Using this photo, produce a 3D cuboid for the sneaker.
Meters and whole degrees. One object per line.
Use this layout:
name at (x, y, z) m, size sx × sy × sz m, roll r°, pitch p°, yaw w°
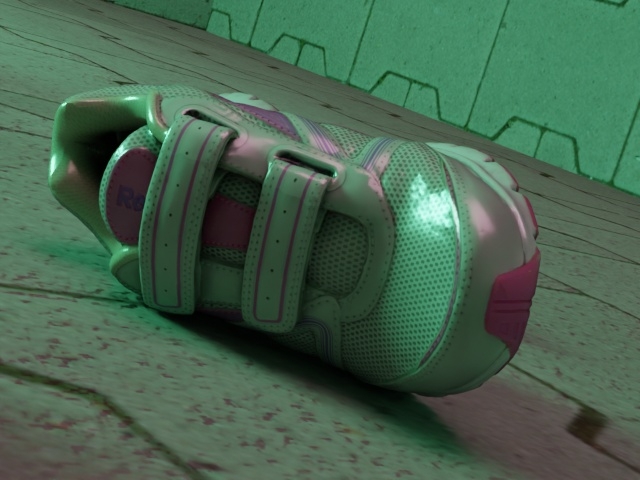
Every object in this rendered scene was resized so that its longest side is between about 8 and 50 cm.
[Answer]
sneaker at (-0.025, -0.004, 0.582) m, size 0.111 × 0.103 × 0.252 m, roll 5°, pitch 9°, yaw -42°
